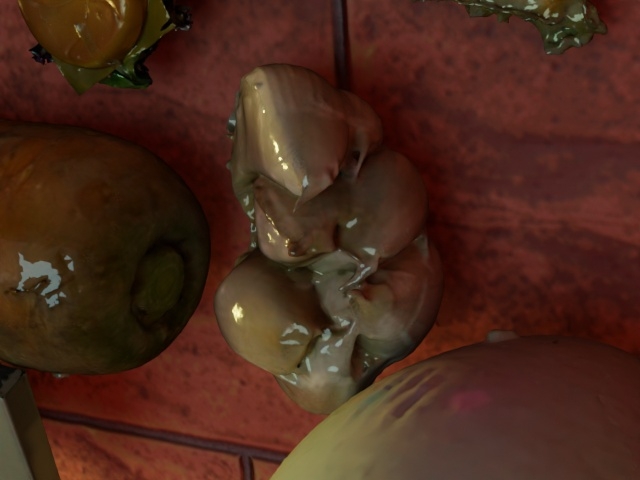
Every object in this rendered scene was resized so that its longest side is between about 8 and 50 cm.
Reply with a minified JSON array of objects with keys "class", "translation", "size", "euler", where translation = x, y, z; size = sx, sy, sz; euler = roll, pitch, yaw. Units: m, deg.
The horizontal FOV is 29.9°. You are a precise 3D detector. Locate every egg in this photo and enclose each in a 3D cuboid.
[{"class":"egg","translation":[0.150,0.229,0.900],"size":[0.354,0.340,0.354],"euler":[34,153,20]}]

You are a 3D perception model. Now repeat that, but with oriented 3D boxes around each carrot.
[{"class":"carrot","translation":[-0.277,-0.006,1.105],"size":[0.341,0.224,0.224],"euler":[17,116,28]}]

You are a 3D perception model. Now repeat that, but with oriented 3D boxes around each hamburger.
[{"class":"hamburger","translation":[-0.189,-0.220,1.043],"size":[0.164,0.093,0.189],"euler":[-12,101,34]}]

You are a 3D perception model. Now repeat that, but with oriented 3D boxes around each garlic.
[{"class":"garlic","translation":[0.015,0.006,0.965],"size":[0.185,0.203,0.281],"euler":[5,99,-16]}]

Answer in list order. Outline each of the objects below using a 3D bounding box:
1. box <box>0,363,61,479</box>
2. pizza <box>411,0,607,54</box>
[{"class":"box","translation":[-0.375,0.169,1.124],"size":[0.270,0.045,0.211],"euler":[8,129,21]},{"class":"pizza","translation":[0.097,-0.241,0.895],"size":[0.287,0.075,0.280],"euler":[46,127,4]}]
